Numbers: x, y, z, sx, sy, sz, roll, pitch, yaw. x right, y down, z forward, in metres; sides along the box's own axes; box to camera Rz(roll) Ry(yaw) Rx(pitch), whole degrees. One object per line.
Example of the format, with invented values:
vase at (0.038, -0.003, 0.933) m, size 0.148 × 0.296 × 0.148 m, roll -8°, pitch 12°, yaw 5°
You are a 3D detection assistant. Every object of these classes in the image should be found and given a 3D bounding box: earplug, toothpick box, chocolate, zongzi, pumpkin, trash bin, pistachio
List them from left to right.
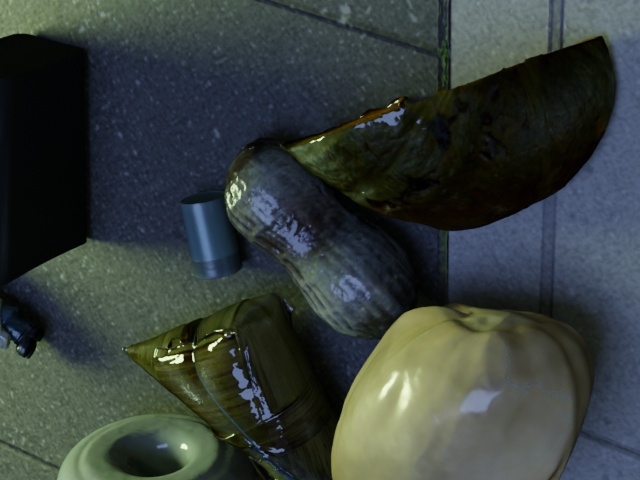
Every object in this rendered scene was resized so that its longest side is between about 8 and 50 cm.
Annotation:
trash bin at (-0.333, -0.091, 1.663) m, size 0.115 × 0.165 × 0.225 m, roll 17°, pitch 116°, yaw 24°
earplug at (-0.132, 0.309, 1.691) m, size 0.326 × 0.214 × 0.175 m, roll 34°, pitch 124°, yaw 5°
toothpick box at (-0.115, -0.006, 1.638) m, size 0.052 × 0.052 × 0.083 m, roll -2°, pitch 108°, yaw 31°
zongzi at (-0.094, 0.184, 1.678) m, size 0.242 × 0.112 × 0.221 m, roll -20°, pitch 100°, yaw 43°
chocolate at (0.000, 0.000, 1.542) m, size 0.248 × 0.110 × 0.110 m, roll 43°, pitch 125°, yaw 5°
pumpkin at (0.111, -0.068, 1.407) m, size 0.312 × 0.169 × 0.148 m, roll -19°, pitch 97°, yaw 35°
pistachio at (0.130, 0.177, 1.489) m, size 0.318 × 0.193 × 0.214 m, roll -54°, pitch 55°, yaw 42°

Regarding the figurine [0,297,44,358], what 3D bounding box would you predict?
figurine at (-0.394, 0.080, 1.822) m, size 0.149 × 0.086 × 0.087 m, roll 29°, pitch 87°, yaw 5°
